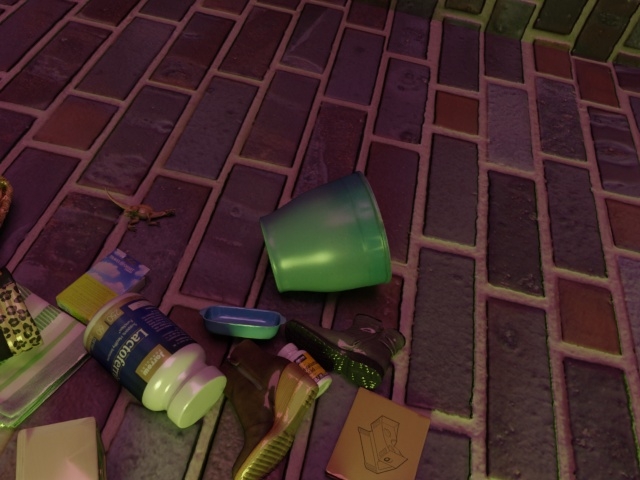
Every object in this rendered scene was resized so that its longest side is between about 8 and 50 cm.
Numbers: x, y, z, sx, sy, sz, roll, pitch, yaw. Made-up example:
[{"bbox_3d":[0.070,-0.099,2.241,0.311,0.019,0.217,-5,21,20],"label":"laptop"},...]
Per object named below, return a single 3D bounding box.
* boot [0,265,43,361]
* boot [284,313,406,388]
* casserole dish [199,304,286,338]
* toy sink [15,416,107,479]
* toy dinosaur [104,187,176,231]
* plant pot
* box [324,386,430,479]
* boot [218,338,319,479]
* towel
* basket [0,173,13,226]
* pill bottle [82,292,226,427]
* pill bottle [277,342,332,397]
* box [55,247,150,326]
[{"bbox_3d":[-0.736,0.128,1.117,0.284,0.138,0.377,-27,63,-30],"label":"boot"},{"bbox_3d":[0.055,0.216,1.304,0.246,0.083,0.161,26,37,12],"label":"boot"},{"bbox_3d":[-0.169,0.178,1.274,0.188,0.037,0.114,6,11,-4],"label":"casserole dish"},{"bbox_3d":[-0.410,0.435,0.956,0.131,0.152,0.234,-6,50,-17],"label":"toy sink"},{"bbox_3d":[-0.460,-0.070,1.465,0.183,0.053,0.092,15,32,-8],"label":"toy dinosaur"},{"bbox_3d":[0.000,0.000,1.359,0.255,0.271,0.271,-14,52,-5],"label":"plant pot"},{"bbox_3d":[0.119,0.408,1.167,0.164,0.021,0.201,23,46,8],"label":"box"},{"bbox_3d":[-0.141,0.333,1.159,0.207,0.090,0.248,22,64,33],"label":"boot"},{"bbox_3d":[-0.649,0.203,1.188,0.325,0.038,0.248,28,49,14],"label":"towel"},{"bbox_3d":[-0.837,-0.078,1.256,0.223,0.213,0.299,-4,49,1],"label":"basket"},{"bbox_3d":[-0.321,0.233,1.148,0.265,0.153,0.153,35,52,19],"label":"pill bottle"},{"bbox_3d":[-0.037,0.271,1.230,0.065,0.065,0.116,-33,62,-32],"label":"pill bottle"},{"bbox_3d":[-0.477,0.106,1.302,0.109,0.042,0.178,30,50,14],"label":"box"}]
